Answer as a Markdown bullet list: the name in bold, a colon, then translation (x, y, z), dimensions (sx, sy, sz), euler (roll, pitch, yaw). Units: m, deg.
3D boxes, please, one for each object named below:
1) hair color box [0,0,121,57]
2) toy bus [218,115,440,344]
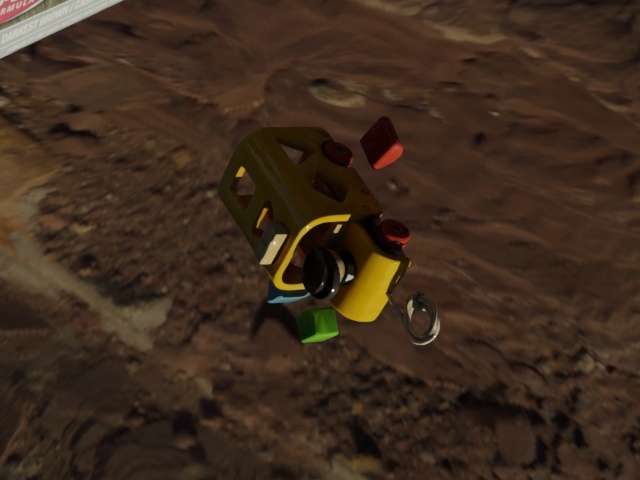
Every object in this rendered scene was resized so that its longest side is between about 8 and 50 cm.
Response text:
- **hair color box**: translation (-0.249, -0.264, 0.786), dimensions (0.374, 0.185, 0.114), euler (38, 136, 18)
- **toy bus**: translation (-0.008, -0.004, 1.210), dimensions (0.104, 0.202, 0.191), euler (-3, 90, -37)
